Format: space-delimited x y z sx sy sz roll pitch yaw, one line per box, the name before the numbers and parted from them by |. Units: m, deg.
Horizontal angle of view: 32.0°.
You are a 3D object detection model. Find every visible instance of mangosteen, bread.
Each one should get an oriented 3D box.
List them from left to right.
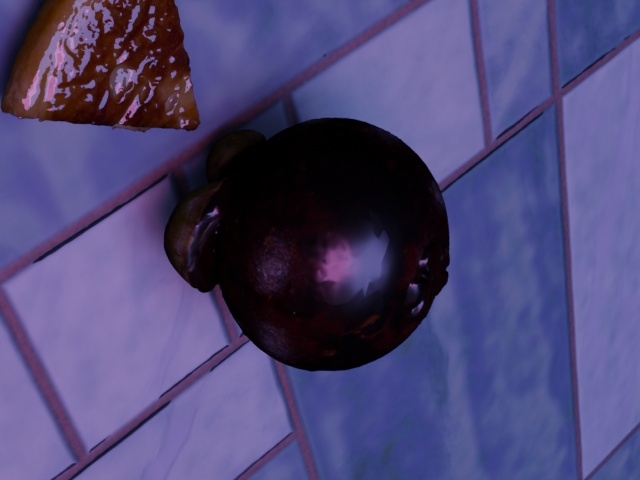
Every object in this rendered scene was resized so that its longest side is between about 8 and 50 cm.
bread | -0.152 -0.117 0.733 0.136 0.054 0.154 -36 129 -28
mangosteen | 0.000 0.000 0.852 0.210 0.210 0.210 -25 129 -35
